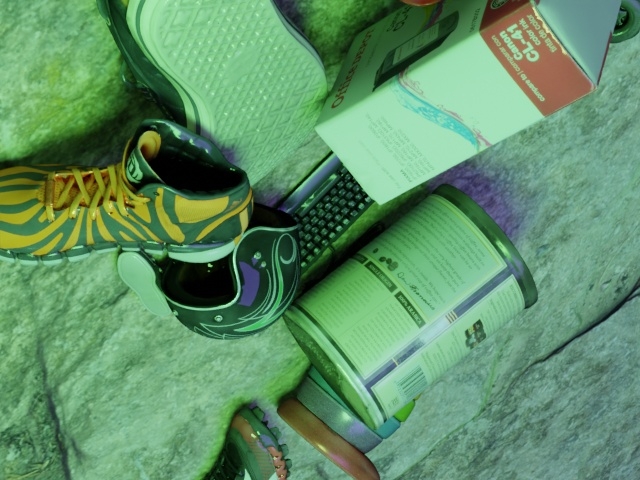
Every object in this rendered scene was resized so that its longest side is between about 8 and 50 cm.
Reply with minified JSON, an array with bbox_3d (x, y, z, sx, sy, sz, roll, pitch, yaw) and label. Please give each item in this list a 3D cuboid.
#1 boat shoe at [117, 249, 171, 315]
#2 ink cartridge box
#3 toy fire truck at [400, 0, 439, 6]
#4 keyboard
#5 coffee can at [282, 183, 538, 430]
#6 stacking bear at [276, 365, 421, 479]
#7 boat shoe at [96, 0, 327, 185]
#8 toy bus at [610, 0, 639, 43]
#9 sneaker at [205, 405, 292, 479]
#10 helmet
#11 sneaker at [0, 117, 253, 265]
[{"bbox_3d":[-0.211,0.043,1.901,0.046,0.038,0.125,-5,141,23],"label":"boat shoe"},{"bbox_3d":[0.165,-0.201,1.724,0.306,0.226,0.131,-26,115,32],"label":"ink cartridge box"},{"bbox_3d":[0.102,-0.412,1.647,0.302,0.169,0.254,-32,122,-12],"label":"toy fire truck"},{"bbox_3d":[0.000,0.000,2.041,0.317,0.033,0.201,-45,142,6],"label":"keyboard"},{"bbox_3d":[0.116,0.086,2.037,0.275,0.201,0.201,-37,142,-10],"label":"coffee can"},{"bbox_3d":[0.087,0.180,2.194,0.289,0.175,0.164,-50,149,-3],"label":"stacking bear"},{"bbox_3d":[-0.117,-0.203,1.660,0.187,0.156,0.500,-40,157,-5],"label":"boat shoe"},{"bbox_3d":[0.290,-0.347,1.816,0.220,0.149,0.211,-6,133,10],"label":"toy bus"},{"bbox_3d":[-0.117,0.352,2.224,0.135,0.097,0.276,-23,140,-25],"label":"sneaker"},{"bbox_3d":[-0.107,0.040,1.886,0.169,0.169,0.162,3,108,-41],"label":"helmet"},{"bbox_3d":[-0.228,-0.061,1.637,0.321,0.125,0.180,-2,155,-11],"label":"sneaker"}]
